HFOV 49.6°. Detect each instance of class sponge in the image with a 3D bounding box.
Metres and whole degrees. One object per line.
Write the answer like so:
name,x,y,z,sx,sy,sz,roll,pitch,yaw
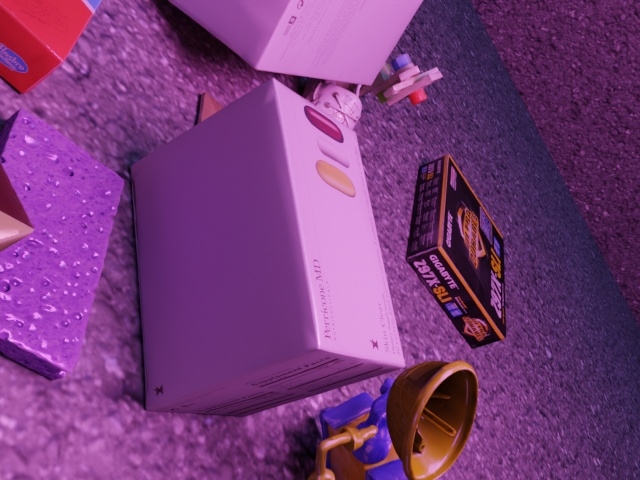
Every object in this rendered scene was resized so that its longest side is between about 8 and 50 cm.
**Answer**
sponge,-0.237,-0.001,0.582,0.117,0.031,0.210,40,39,-39

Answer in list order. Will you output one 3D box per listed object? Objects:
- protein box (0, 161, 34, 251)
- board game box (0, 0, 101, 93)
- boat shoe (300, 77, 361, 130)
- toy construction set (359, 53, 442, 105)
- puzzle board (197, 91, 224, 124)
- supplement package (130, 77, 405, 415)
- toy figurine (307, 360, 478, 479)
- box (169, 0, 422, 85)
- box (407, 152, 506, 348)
protein box,-0.293,-0.005,0.312,0.136,0.201,0.200,64,29,-3
board game box,-0.335,-0.324,0.625,0.316,0.064,0.242,44,35,-34
boat shoe,0.017,-0.204,1.089,0.098,0.096,0.277,48,33,-29
toy construction set,0.097,-0.373,1.228,0.151,0.215,0.328,-3,72,-59
puzzle board,-0.123,-0.115,0.880,0.096,0.011,0.128,40,39,-41
supplement package,-0.060,0.018,0.682,0.145,0.204,0.262,21,52,-51
toy figurine,0.032,0.234,0.720,0.217,0.191,0.363,44,-34,52
box,-0.034,-0.351,0.962,0.215,0.168,0.345,40,24,18
box,0.281,0.015,1.392,0.257,0.079,0.322,53,31,-25
